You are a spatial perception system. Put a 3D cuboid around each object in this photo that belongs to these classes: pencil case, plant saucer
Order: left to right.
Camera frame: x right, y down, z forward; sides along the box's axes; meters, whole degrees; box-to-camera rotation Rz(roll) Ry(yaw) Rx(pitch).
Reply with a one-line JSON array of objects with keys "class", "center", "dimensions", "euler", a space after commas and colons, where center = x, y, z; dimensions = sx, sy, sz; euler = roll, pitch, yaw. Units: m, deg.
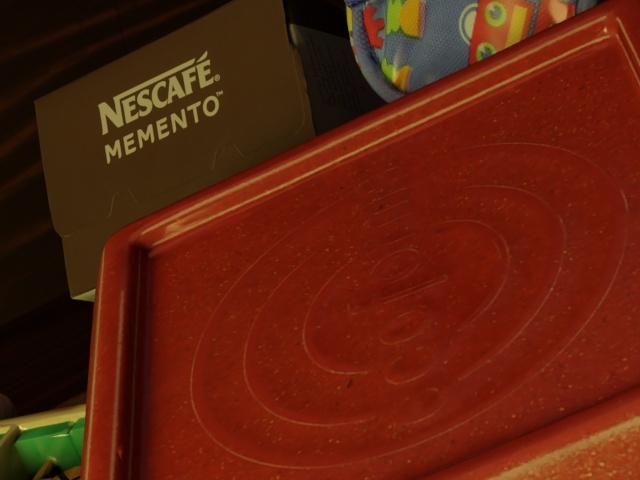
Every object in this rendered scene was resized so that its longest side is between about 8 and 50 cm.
[{"class": "plant saucer", "center": [0.030, 0.027, 0.536], "dimensions": [0.259, 0.047, 0.258], "euler": [-25, 31, 12]}, {"class": "pencil case", "center": [0.122, -0.085, 0.784], "dimensions": [0.133, 0.119, 0.306], "euler": [2, -6, 31]}]

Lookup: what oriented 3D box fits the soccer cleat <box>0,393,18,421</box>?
[{"class": "soccer cleat", "center": [-0.210, 0.139, 1.039], "dimensions": [0.076, 0.068, 0.196], "euler": [-8, 12, 18]}]

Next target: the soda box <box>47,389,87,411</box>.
[{"class": "soda box", "center": [-0.164, 0.136, 0.829], "dimensions": [0.181, 0.061, 0.058], "euler": [-27, 6, -15]}]

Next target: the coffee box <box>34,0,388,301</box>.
[{"class": "coffee box", "center": [0.008, -0.022, 0.829], "dimensions": [0.141, 0.098, 0.246], "euler": [-22, -21, 29]}]

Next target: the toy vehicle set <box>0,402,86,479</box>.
[{"class": "toy vehicle set", "center": [-0.178, 0.133, 0.688], "dimensions": [0.267, 0.035, 0.166], "euler": [-13, 22, 24]}]
